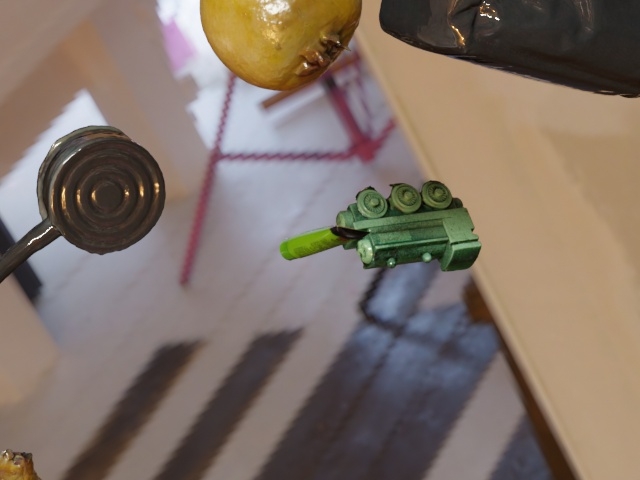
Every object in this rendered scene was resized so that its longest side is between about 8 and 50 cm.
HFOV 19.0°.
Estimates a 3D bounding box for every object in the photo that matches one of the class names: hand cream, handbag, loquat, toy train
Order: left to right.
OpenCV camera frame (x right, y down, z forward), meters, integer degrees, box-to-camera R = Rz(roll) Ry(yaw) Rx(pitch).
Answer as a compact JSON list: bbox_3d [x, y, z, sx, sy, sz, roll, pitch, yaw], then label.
[{"bbox_3d":[-0.035,-0.212,1.744,0.163,0.163,0.137,-42,-18,-28],"label":"loquat"},{"bbox_3d":[0.000,0.000,1.790,0.122,0.036,0.023,-15,67,59],"label":"hand cream"},{"bbox_3d":[0.105,-0.013,2.323,0.170,0.111,0.071,-7,-30,-24],"label":"toy train"},{"bbox_3d":[0.208,-0.287,1.758,0.302,0.275,0.178,8,8,-42],"label":"handbag"}]

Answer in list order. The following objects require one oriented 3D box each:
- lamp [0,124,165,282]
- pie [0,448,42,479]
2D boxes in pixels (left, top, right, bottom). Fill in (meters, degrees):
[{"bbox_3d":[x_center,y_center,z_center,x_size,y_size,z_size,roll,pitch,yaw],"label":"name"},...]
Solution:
[{"bbox_3d":[-0.222,0.073,0.974,0.371,0.130,0.108,-27,21,-18],"label":"lamp"},{"bbox_3d":[-0.231,0.200,1.407,0.092,0.170,0.034,-18,57,-4],"label":"pie"}]
